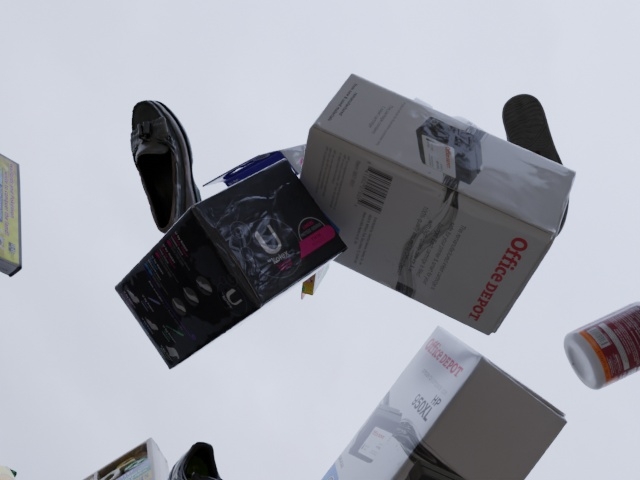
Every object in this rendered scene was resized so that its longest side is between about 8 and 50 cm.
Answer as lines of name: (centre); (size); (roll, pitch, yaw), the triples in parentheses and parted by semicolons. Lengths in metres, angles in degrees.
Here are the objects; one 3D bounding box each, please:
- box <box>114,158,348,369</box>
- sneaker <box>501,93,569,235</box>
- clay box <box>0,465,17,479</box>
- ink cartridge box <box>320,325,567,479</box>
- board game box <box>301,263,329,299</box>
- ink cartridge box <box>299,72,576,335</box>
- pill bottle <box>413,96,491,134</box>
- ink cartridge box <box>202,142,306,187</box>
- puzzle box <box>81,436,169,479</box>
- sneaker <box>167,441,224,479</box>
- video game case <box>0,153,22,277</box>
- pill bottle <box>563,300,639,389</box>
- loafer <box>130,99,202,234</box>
box: (-0.123, 0.037, 0.995); (0.143, 0.165, 0.270); (55, -40, 1)
sneaker: (0.334, -0.109, 1.178); (0.083, 0.118, 0.222); (-9, -92, 21)
clay box: (-0.317, 0.231, 0.603); (0.053, 0.127, 0.222); (51, -12, 16)
ink cartridge box: (0.160, 0.350, 1.202); (0.166, 0.395, 0.285); (37, -1, -6)
board game box: (0.000, 0.000, 1.687); (0.039, 0.124, 0.259); (17, -58, 11)
ink cartridge box: (0.131, -0.042, 0.991); (0.307, 0.129, 0.223); (26, -39, 9)
pill bottle: (0.305, -0.130, 1.624); (0.363, 0.210, 0.210); (33, -40, 4)
ink cartridge box: (-0.054, -0.153, 1.602); (0.176, 0.371, 0.069); (-22, -92, 40)
puzzle box: (-0.377, 0.423, 0.984); (0.052, 0.409, 0.272); (61, -10, -12)
sneaker: (-0.139, 0.303, 0.856); (0.067, 0.188, 0.078); (15, -59, -20)
video game case: (-0.630, -0.093, 1.334); (0.035, 0.275, 0.248); (-35, -41, 18)
pill bottle: (0.594, 0.190, 1.487); (0.121, 0.221, 0.121); (157, -90, -83)
loafer: (-0.269, -0.127, 1.311); (0.096, 0.084, 0.267); (-27, -104, 22)
